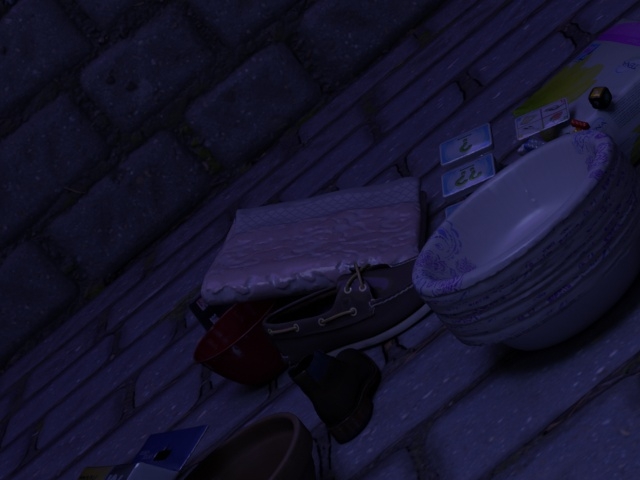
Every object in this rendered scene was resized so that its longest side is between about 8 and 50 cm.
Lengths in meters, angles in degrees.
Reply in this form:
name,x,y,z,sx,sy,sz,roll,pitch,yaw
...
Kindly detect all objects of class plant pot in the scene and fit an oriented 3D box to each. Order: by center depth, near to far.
name,x,y,z,sx,sy,sz,roll,pitch,yaw
plant pot,-0.083,0.322,1.851,0.237,0.110,0.237,-38,15,12

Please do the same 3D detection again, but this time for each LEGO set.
name,x,y,z,sx,sy,sz,roll,pitch,yaw
LEGO set,0.258,-0.123,2.005,0.244,0.060,0.182,-22,37,20

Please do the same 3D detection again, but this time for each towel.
name,x,y,z,sx,sy,sz,roll,pitch,yaw
towel,0.000,0.000,2.431,0.332,0.053,0.317,-10,23,11

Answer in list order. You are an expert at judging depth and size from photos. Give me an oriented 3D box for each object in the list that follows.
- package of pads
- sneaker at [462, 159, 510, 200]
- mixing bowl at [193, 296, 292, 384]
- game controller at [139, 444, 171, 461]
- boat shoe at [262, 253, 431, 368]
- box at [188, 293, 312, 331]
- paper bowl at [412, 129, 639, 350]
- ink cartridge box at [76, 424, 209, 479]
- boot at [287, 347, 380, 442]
name,x,y,z,sx,sy,sz,roll,pitch,yaw
package of pads,0.401,-0.196,2.156,0.229,0.101,0.296,-41,14,-1
sneaker,0.248,-0.070,2.126,0.104,0.125,0.262,-35,16,11
mixing bowl,-0.097,0.156,2.403,0.181,0.098,0.181,-38,14,11
game controller,-0.304,0.412,2.244,0.166,0.067,0.319,-33,15,28
boat shoe,0.051,0.090,2.219,0.324,0.096,0.116,-30,18,38
box,-0.080,0.066,2.693,0.293,0.073,0.295,-40,14,-4
paper bowl,0.257,0.014,1.808,0.284,0.148,0.284,-39,14,11
ink cartridge box,-0.282,0.357,1.995,0.307,0.072,0.303,-62,13,-18
boot,0.016,0.169,2.055,0.082,0.106,0.219,-38,15,13
